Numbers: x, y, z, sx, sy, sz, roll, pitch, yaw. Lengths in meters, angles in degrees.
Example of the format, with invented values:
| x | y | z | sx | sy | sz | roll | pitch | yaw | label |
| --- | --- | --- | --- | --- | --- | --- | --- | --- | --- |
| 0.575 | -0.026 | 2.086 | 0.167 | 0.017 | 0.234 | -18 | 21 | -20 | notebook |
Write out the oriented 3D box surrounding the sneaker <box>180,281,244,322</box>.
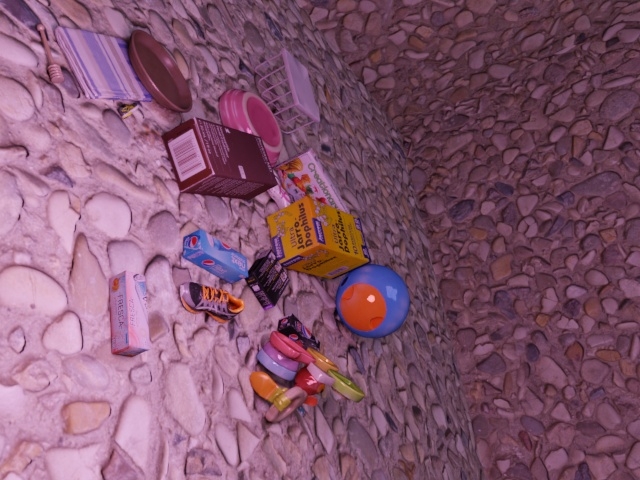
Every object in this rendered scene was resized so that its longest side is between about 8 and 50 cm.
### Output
| x | y | z | sx | sy | sz | roll | pitch | yaw | label |
| --- | --- | --- | --- | --- | --- | --- | --- | --- | --- |
| -0.292 | 0.157 | 1.610 | 0.215 | 0.083 | 0.084 | 32 | 42 | -50 | sneaker |

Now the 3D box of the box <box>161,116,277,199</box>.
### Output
| x | y | z | sx | sy | sz | roll | pitch | yaw | label |
| --- | --- | --- | --- | --- | --- | --- | --- | --- | --- |
| -0.305 | -0.247 | 1.891 | 0.381 | 0.143 | 0.191 | -1 | 69 | -67 | box |

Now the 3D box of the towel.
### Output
| x | y | z | sx | sy | sz | roll | pitch | yaw | label |
| --- | --- | --- | --- | --- | --- | --- | --- | --- | --- |
| -0.585 | -0.476 | 1.641 | 0.209 | 0.034 | 0.285 | 63 | 22 | -2 | towel |

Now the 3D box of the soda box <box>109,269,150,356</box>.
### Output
| x | y | z | sx | sy | sz | roll | pitch | yaw | label |
| --- | --- | --- | --- | --- | --- | --- | --- | --- | --- |
| -0.430 | 0.164 | 1.341 | 0.063 | 0.058 | 0.183 | 29 | 44 | -54 | soda box |

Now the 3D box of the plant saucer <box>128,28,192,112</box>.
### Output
| x | y | z | sx | sy | sz | roll | pitch | yaw | label |
| --- | --- | --- | --- | --- | --- | --- | --- | --- | --- |
| -0.490 | -0.507 | 1.816 | 0.278 | 0.041 | 0.278 | 56 | 17 | -26 | plant saucer |

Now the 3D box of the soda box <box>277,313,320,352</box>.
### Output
| x | y | z | sx | sy | sz | roll | pitch | yaw | label |
| --- | --- | --- | --- | --- | --- | --- | --- | --- | --- |
| -0.069 | 0.315 | 1.959 | 0.169 | 0.060 | 0.053 | 51 | 27 | -32 | soda box |

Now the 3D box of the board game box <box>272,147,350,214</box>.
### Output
| x | y | z | sx | sy | sz | roll | pitch | yaw | label |
| --- | --- | --- | --- | --- | --- | --- | --- | --- | --- |
| -0.042 | -0.184 | 2.315 | 0.305 | 0.193 | 0.053 | 58 | 24 | -18 | board game box |

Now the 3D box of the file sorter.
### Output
| x | y | z | sx | sy | sz | roll | pitch | yaw | label |
| --- | --- | --- | --- | --- | --- | --- | --- | --- | --- |
| -0.145 | -0.620 | 2.528 | 0.193 | 0.173 | 0.278 | 23 | 48 | -59 | file sorter |

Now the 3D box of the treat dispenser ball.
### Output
| x | y | z | sx | sy | sz | roll | pitch | yaw | label |
| --- | --- | --- | --- | --- | --- | --- | --- | --- | --- |
| 0.203 | 0.235 | 2.322 | 0.288 | 0.288 | 0.288 | 46 | 30 | -38 | treat dispenser ball |

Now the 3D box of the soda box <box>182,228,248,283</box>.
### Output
| x | y | z | sx | sy | sz | roll | pitch | yaw | label |
| --- | --- | --- | --- | --- | --- | --- | --- | --- | --- |
| -0.299 | 0.049 | 1.714 | 0.210 | 0.067 | 0.071 | 39 | 36 | -48 | soda box |

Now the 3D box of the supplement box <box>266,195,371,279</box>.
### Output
| x | y | z | sx | sy | sz | roll | pitch | yaw | label |
| --- | --- | --- | --- | --- | --- | --- | --- | --- | --- |
| 0.000 | 0.000 | 2.191 | 0.356 | 0.195 | 0.194 | 18 | 52 | -53 | supplement box |

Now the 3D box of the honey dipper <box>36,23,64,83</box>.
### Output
| x | y | z | sx | sy | sz | roll | pitch | yaw | label |
| --- | --- | --- | --- | --- | --- | --- | --- | --- | --- |
| -0.665 | -0.462 | 1.462 | 0.030 | 0.030 | 0.161 | 0 | 66 | -65 | honey dipper |

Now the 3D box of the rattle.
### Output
| x | y | z | sx | sy | sz | roll | pitch | yaw | label |
| --- | --- | --- | --- | --- | --- | --- | --- | --- | --- |
| -0.109 | 0.447 | 1.741 | 0.199 | 0.142 | 0.130 | 0 | 112 | -60 | rattle |

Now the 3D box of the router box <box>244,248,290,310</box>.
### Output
| x | y | z | sx | sy | sz | roll | pitch | yaw | label |
| --- | --- | --- | --- | --- | --- | --- | --- | --- | --- |
| -0.171 | 0.124 | 1.940 | 0.133 | 0.046 | 0.179 | 60 | 24 | -15 | router box |

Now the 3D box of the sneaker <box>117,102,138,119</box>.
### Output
| x | y | z | sx | sy | sz | roll | pitch | yaw | label |
| --- | --- | --- | --- | --- | --- | --- | --- | --- | --- |
| -0.532 | -0.367 | 1.652 | 0.035 | 0.031 | 0.083 | 54 | 26 | -25 | sneaker |

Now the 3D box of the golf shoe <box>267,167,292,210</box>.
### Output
| x | y | z | sx | sy | sz | roll | pitch | yaw | label |
| --- | --- | --- | --- | --- | --- | --- | --- | --- | --- |
| -0.166 | -0.177 | 2.225 | 0.086 | 0.067 | 0.186 | -16 | 82 | -39 | golf shoe |

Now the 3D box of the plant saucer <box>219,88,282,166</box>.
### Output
| x | y | z | sx | sy | sz | roll | pitch | yaw | label |
| --- | --- | --- | --- | --- | --- | --- | --- | --- | --- |
| -0.246 | -0.430 | 2.251 | 0.332 | 0.084 | 0.332 | 47 | 29 | -37 | plant saucer |

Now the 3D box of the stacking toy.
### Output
| x | y | z | sx | sy | sz | roll | pitch | yaw | label |
| --- | --- | --- | --- | --- | --- | --- | --- | --- | --- |
| -0.037 | 0.410 | 1.752 | 0.309 | 0.130 | 0.279 | 35 | -2 | -42 | stacking toy |
